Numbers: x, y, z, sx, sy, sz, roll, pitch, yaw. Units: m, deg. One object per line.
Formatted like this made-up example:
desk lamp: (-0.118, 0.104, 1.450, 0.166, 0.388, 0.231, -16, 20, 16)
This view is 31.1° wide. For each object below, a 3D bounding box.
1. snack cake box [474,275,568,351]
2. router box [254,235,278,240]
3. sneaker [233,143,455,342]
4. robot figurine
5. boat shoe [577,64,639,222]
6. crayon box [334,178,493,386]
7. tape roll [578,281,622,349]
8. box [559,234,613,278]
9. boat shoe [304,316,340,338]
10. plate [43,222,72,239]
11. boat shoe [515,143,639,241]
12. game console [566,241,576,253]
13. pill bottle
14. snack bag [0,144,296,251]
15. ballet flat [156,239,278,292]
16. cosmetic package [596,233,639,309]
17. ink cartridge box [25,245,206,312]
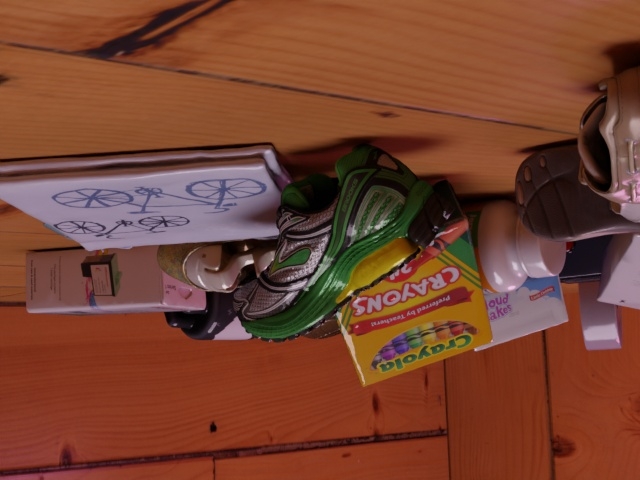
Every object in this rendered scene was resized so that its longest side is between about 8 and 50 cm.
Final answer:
snack cake box: (0.277, 0.066, 1.827, 0.152, 0.089, 0.264, -17, -161, -1)
router box: (-0.043, -0.035, 1.589, 0.178, 0.046, 0.133, -6, 171, 28)
sneaker: (0.000, 0.000, 1.316, 0.343, 0.146, 0.134, -39, -175, 43)
robot figurine: (-0.193, 0.124, 2.376, 0.278, 0.174, 0.209, 4, -176, -41)
boat shoe: (0.275, -0.087, 1.000, 0.103, 0.113, 0.302, -1, 163, 5)
crayon box: (0.118, 0.081, 1.563, 0.202, 0.081, 0.319, -20, 137, 1)
tape roll: (0.583, 0.118, 2.391, 0.072, 0.219, 0.219, -4, 173, 18)
box: (0.506, 0.008, 1.888, 0.261, 0.103, 0.184, -8, 175, 25)
boat shoe: (0.056, 0.083, 1.740, 0.104, 0.089, 0.285, -26, 171, 35)
plate: (-0.329, -0.016, 1.762, 0.188, 0.024, 0.188, -3, 173, 0)
boat shoe: (0.382, -0.064, 1.224, 0.355, 0.132, 0.130, 4, -171, 43)
game console: (0.358, -0.012, 1.786, 0.144, 0.124, 0.085, -9, 144, 43)
pill bottle: (0.225, 0.011, 1.679, 0.245, 0.136, 0.136, -6, 172, 34)
snack bag: (-0.183, -0.046, 1.375, 0.323, 0.037, 0.342, -4, 167, 8)
ballet flat: (-0.108, 0.031, 1.794, 0.348, 0.123, 0.123, -7, 173, 16)
cosmetic package: (0.604, 0.040, 1.609, 0.377, 0.097, 0.284, 11, 158, 7)
ink cartridge box: (-0.379, 0.077, 2.152, 0.278, 0.117, 0.201, -4, 174, 17)
